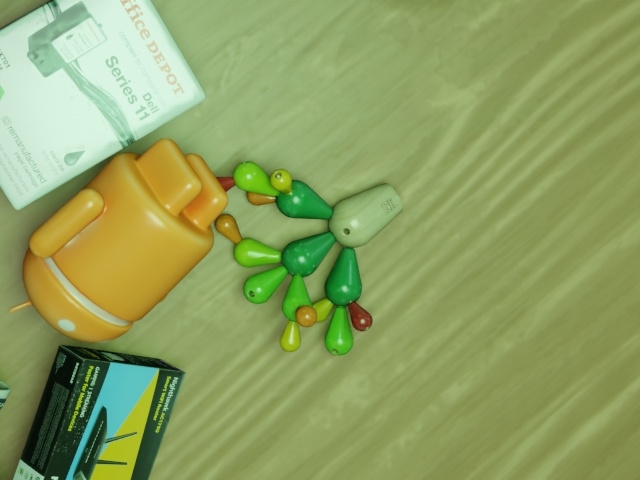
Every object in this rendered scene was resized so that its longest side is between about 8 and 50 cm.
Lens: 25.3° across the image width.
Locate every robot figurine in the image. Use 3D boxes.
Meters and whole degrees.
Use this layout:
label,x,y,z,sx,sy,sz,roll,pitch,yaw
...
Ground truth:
label,x,y,z,sx,sy,sz,roll,pitch,yaw
robot figurine,-0.186,0.008,1.328,0.219,0.158,0.128,-43,94,12

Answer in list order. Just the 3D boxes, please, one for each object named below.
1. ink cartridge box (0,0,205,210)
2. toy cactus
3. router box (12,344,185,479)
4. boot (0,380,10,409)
label,x,y,z,sx,sy,sz,roll,pitch,yaw
ink cartridge box,-0.231,-0.147,1.324,0.208,0.087,0.153,-32,103,-5
toy cactus,0.000,0.000,1.391,0.180,0.112,0.219,-33,93,-14
router box,-0.216,0.195,1.366,0.133,0.046,0.179,14,98,-49
boot,-0.339,0.186,1.349,0.123,0.095,0.258,-37,102,4
